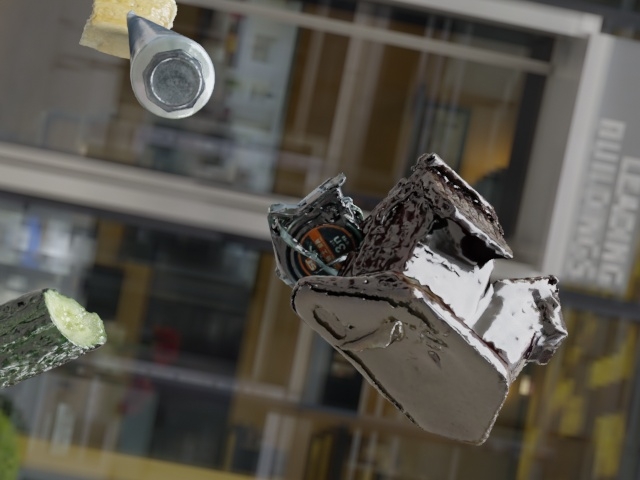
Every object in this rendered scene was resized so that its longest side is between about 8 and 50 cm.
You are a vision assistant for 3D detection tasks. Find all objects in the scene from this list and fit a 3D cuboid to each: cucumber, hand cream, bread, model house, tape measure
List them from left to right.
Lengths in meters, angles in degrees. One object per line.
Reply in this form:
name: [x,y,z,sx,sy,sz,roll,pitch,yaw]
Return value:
cucumber: [-0.327,0.114,1.617,0.077,0.265,0.077,-23,90,-85]
bread: [-0.161,-0.184,1.515,0.083,0.070,0.035,-81,-174,-53]
hand cream: [-0.113,-0.130,1.351,0.058,0.091,0.271,-42,-168,2]
tape measure: [0.000,0.002,1.521,0.054,0.091,0.094,-103,168,-76]
model house: [0.103,0.046,1.470,0.141,0.203,0.164,-26,-156,41]
